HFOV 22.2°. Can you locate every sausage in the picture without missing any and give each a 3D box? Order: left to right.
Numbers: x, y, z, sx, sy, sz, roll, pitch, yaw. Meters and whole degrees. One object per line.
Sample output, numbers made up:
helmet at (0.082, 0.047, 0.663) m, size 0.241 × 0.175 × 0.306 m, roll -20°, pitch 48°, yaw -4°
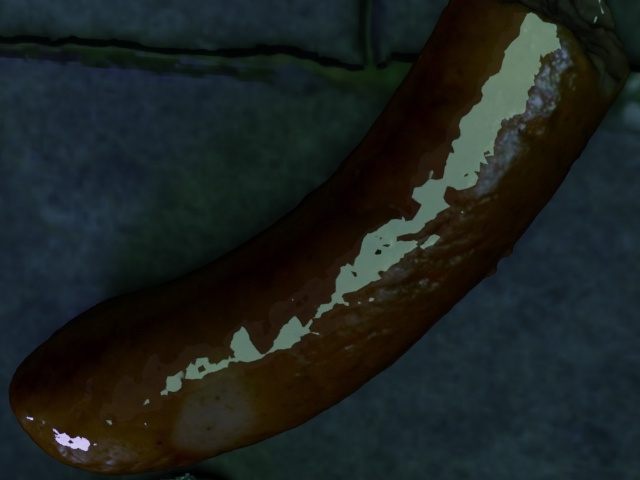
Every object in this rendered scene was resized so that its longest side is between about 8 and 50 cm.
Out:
sausage at (0.002, 0.005, 0.652) m, size 0.302 × 0.076 × 0.103 m, roll -41°, pitch 86°, yaw 17°

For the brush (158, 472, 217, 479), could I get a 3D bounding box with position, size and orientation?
brush at (-0.129, 0.147, 0.743) m, size 0.196 × 0.021 × 0.070 m, roll -9°, pitch 101°, yaw 14°
